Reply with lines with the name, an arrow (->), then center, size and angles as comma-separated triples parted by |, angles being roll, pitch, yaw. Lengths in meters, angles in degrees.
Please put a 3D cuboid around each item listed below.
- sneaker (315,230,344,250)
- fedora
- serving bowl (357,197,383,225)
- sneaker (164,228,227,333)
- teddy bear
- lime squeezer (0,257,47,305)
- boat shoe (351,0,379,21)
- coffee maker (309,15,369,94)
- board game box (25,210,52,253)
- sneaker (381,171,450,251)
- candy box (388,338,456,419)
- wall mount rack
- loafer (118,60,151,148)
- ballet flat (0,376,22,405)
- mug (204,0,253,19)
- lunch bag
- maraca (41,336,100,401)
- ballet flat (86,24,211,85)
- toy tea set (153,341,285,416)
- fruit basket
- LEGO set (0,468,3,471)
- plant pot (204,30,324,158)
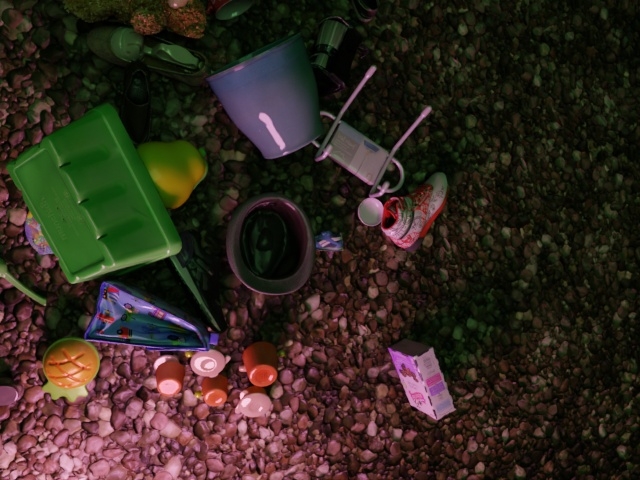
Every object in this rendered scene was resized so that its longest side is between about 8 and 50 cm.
sneaker -> 0.000, 0.000, 1.551 | 0.144, 0.053, 0.059 | 4, 88, -27
fedora -> -0.141, 0.013, 1.463 | 0.243, 0.124, 0.276 | 0, 80, -21
serving bowl -> 0.146, -0.084, 1.615 | 0.083, 0.027, 0.083 | 1, 87, -18
sneaker -> -0.296, 0.103, 1.422 | 0.124, 0.107, 0.283 | -32, 98, -23
teddy bear -> -0.451, -0.590, 1.342 | 0.337, 0.245, 0.113 | 13, 125, 0
lime squeezer -> -0.810, 0.085, 1.282 | 0.310, 0.059, 0.110 | 6, 119, -19
boat shoe -> 0.108, -0.764, 1.601 | 0.081, 0.068, 0.228 | -30, 98, -17
coffee maker -> 0.049, -0.509, 1.537 | 0.171, 0.120, 0.178 | 22, 75, -15
board game box -> -0.638, -0.037, 1.345 | 0.168, 0.033, 0.133 | -6, 90, -19
sneaker -> 0.279, -0.113, 1.613 | 0.145, 0.090, 0.270 | 33, 81, -34
candy box -> 0.291, 0.396, 1.577 | 0.070, 0.165, 0.196 | -23, 95, -18
wall mount rack -> 0.147, -0.305, 1.569 | 0.350, 0.130, 0.304 | 31, 78, -16
loafer -> -0.465, -0.334, 1.366 | 0.080, 0.078, 0.220 | -2, 110, -19
ballet flat -> -0.827, 0.346, 1.263 | 0.249, 0.058, 0.084 | 1, 110, -13
mug -> -0.280, -0.689, 1.448 | 0.150, 0.113, 0.169 | -26, 93, -19
lunch bag -> -0.387, 0.195, 1.316 | 0.293, 0.221, 0.138 | 17, 83, -14
maraca -> -0.604, 0.312, 1.315 | 0.127, 0.099, 0.186 | 15, 110, -15
ballet flat -> -0.431, -0.486, 1.390 | 0.315, 0.106, 0.108 | 11, 85, -18
toy tea set -> -0.263, 0.337, 1.440 | 0.336, 0.124, 0.200 | 19, 112, -21
fruit basket -> -0.450, -0.120, 1.265 | 0.392, 0.282, 0.392 | 33, 47, -45
LEGO set -> -0.781, 0.548, 1.287 | 0.054, 0.023, 0.083 | 18, 96, -15
plant pot -> -0.120, -0.365, 1.425 | 0.271, 0.271, 0.255 | -34, 113, -17
